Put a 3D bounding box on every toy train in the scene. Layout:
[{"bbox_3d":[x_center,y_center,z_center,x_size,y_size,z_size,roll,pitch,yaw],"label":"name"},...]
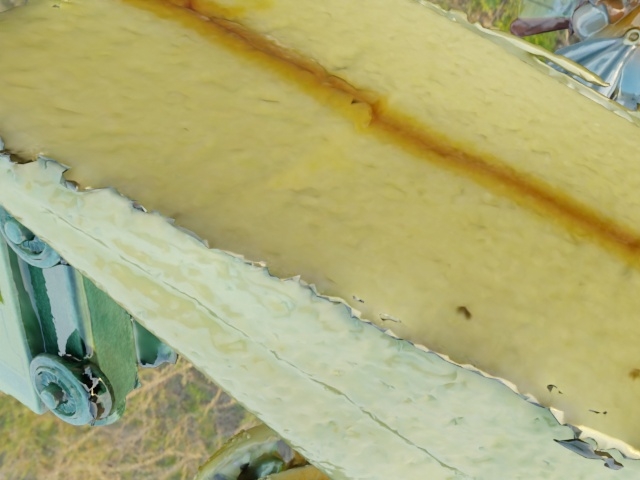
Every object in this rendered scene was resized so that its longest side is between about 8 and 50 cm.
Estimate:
[{"bbox_3d":[-0.275,0.020,0.817,0.237,0.150,0.369,23,128,28],"label":"toy train"}]

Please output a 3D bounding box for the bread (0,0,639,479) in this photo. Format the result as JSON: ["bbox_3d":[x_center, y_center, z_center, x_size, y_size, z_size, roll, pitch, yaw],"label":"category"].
[{"bbox_3d":[0.074,-0.052,0.444,0.242,0.345,0.405,-16,124,34],"label":"bread"}]

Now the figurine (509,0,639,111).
[{"bbox_3d":[0.346,-0.256,0.822,0.277,0.248,0.388,22,123,12],"label":"figurine"}]

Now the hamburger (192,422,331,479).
[{"bbox_3d":[-0.009,0.211,0.627,0.191,0.118,0.182,-43,129,19],"label":"hamburger"}]
